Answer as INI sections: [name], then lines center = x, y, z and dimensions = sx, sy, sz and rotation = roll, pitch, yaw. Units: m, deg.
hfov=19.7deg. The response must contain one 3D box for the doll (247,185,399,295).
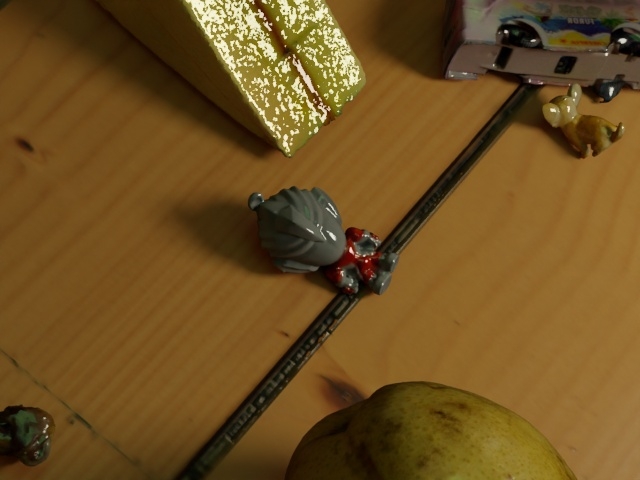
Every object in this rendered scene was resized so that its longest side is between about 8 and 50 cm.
[doll]
center = 0.000, 0.000, 1.895
dimensions = 0.180, 0.079, 0.094
rotation = 29, 87, -17

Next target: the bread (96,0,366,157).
[bread]
center = -0.101, -0.226, 1.980
dimensions = 0.167, 0.163, 0.264
rotation = -44, 115, -29

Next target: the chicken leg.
[chicken leg]
center = -0.371, 0.189, 1.711
dimensions = 0.251, 0.087, 0.107
rotation = -1, 89, -23

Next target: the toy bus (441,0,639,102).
[toy bus]
center = 0.269, -0.228, 2.055
dimensions = 0.274, 0.090, 0.112
rotation = 3, 60, -14

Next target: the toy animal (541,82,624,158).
[toy animal]
center = 0.287, -0.135, 2.031
dimensions = 0.083, 0.081, 0.060
rotation = 49, 65, -14

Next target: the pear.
[pear]
center = 0.109, 0.279, 1.678
dimensions = 0.314, 0.314, 0.314
rotation = 6, 66, -13
